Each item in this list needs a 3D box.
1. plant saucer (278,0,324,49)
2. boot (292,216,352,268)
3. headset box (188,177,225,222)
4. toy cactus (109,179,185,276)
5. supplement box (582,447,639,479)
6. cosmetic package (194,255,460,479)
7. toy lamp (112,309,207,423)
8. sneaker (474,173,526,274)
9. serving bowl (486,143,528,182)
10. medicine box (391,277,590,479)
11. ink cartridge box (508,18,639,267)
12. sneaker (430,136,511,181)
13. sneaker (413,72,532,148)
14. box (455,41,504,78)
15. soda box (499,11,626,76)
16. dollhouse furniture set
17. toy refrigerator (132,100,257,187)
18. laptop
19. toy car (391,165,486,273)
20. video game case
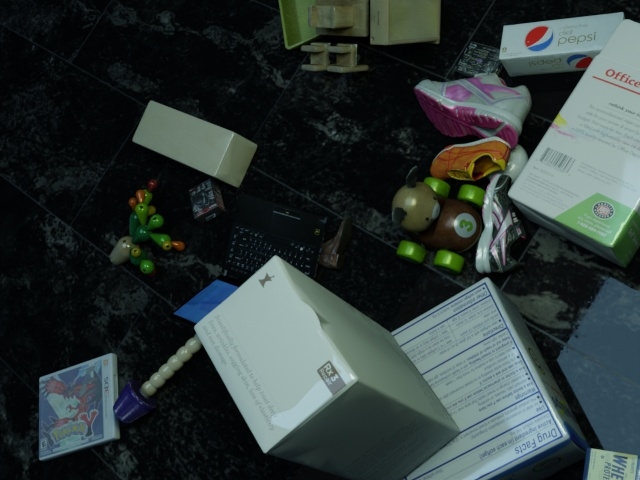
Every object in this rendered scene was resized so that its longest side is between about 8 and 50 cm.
[{"bbox_3d":[0.006,-0.507,1.965,0.188,0.045,0.188,-20,61,22],"label":"plant saucer"},{"bbox_3d":[0.000,0.000,1.765,0.114,0.037,0.106,8,76,37],"label":"boot"},{"bbox_3d":[-0.239,-0.081,1.937,0.062,0.032,0.083,-28,60,18],"label":"headset box"},{"bbox_3d":[-0.382,-0.006,1.965,0.180,0.112,0.219,-37,57,35],"label":"toy cactus"},{"bbox_3d":[0.435,0.342,1.340,0.083,0.083,0.056,2,71,31],"label":"supplement box"},{"bbox_3d":[0.022,0.197,1.272,0.156,0.385,0.217,-41,55,9],"label":"cosmetic package"},{"bbox_3d":[-0.299,0.252,1.807,0.274,0.080,0.080,-46,55,6],"label":"toy lamp"},{"bbox_3d":[0.318,-0.024,1.581,0.077,0.072,0.178,6,81,19],"label":"sneaker"},{"bbox_3d":[0.326,-0.142,1.639,0.083,0.027,0.083,-12,64,26],"label":"serving bowl"},{"bbox_3d":[0.232,0.256,1.453,0.263,0.149,0.289,-32,58,16],"label":"medicine box"},{"bbox_3d":[0.493,-0.161,1.493,0.207,0.119,0.353,33,89,36],"label":"ink cartridge box"},{"bbox_3d":[0.257,-0.135,1.628,0.175,0.064,0.067,-18,40,50],"label":"sneaker"},{"bbox_3d":[0.282,-0.250,1.673,0.252,0.103,0.111,27,68,40],"label":"sneaker"},{"bbox_3d":[0.305,-0.335,1.736,0.083,0.018,0.067,24,83,35],"label":"box"},{"bbox_3d":[0.434,-0.347,1.637,0.216,0.069,0.074,1,70,29],"label":"soda box"},{"bbox_3d":[0.094,-0.443,1.815,0.242,0.161,0.212,15,112,43],"label":"dollhouse furniture set"},{"bbox_3d":[-0.270,-0.208,1.975,0.269,0.094,0.102,23,89,36],"label":"toy refrigerator"},{"bbox_3d":[-0.139,0.052,1.750,0.234,0.136,0.264,17,96,36],"label":"laptop"},{"bbox_3d":[0.184,-0.051,1.584,0.149,0.188,0.155,15,78,34],"label":"toy car"},{"bbox_3d":[-0.506,0.348,1.919,0.201,0.023,0.183,-20,61,22],"label":"video game case"}]
